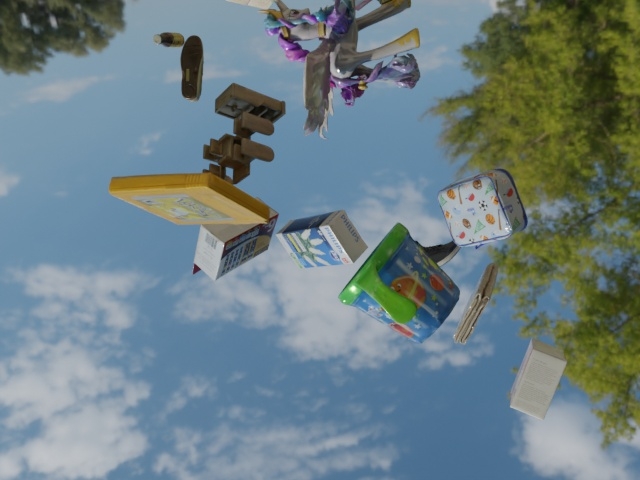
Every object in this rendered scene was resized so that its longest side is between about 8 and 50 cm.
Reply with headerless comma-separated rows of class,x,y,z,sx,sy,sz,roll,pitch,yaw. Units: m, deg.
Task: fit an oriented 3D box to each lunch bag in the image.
lunch bag,0.537,-0.099,2.144,0.115,0.243,0.303,-26,-176,-29

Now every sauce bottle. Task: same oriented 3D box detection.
sauce bottle,-0.419,-0.552,1.758,0.042,0.042,0.128,5,-162,16

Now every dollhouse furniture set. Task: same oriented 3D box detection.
dollhouse furniture set,-0.187,-0.264,1.677,0.161,0.242,0.212,14,155,-35

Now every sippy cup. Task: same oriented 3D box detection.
sippy cup,0.197,0.114,1.507,0.224,0.240,0.305,39,-130,2

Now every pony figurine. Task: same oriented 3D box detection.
pony figurine,0.049,-0.429,1.509,0.363,0.351,0.303,-7,-176,3

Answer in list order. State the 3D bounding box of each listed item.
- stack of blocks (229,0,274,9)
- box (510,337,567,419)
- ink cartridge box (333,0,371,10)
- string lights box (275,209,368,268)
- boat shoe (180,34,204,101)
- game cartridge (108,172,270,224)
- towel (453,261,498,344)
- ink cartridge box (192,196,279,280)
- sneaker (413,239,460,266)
stack of blocks,-0.068,-0.503,1.051,0.087,0.171,0.297,2,166,-30
box,0.574,0.363,1.689,0.091,0.171,0.130,21,-171,15
ink cartridge box,0.087,-0.672,1.660,0.115,0.067,0.198,-30,174,30
string lights box,0.000,0.000,1.803,0.077,0.133,0.259,-45,-160,-31
boat shoe,-0.376,-0.507,1.893,0.068,0.190,0.072,9,-177,13
game cartridge,-0.325,-0.099,1.634,0.323,0.053,0.285,2,165,30
towel,0.472,0.189,1.916,0.049,0.187,0.282,27,-154,11
ink cartridge box,-0.334,0.014,2.496,0.130,0.272,0.309,38,-138,20
sneaker,0.386,0.024,2.314,0.226,0.163,0.086,-35,-170,2
